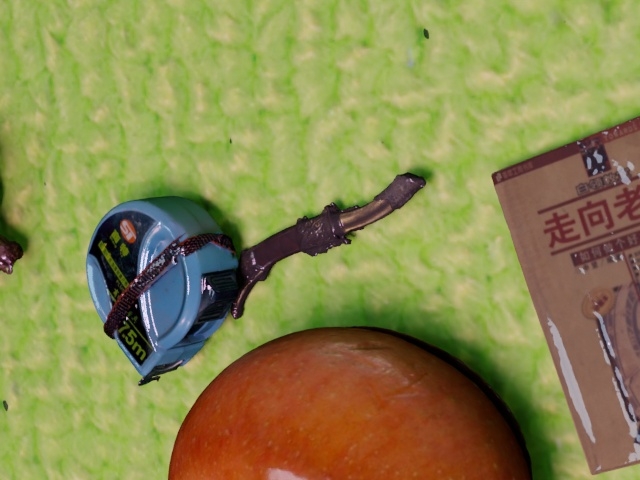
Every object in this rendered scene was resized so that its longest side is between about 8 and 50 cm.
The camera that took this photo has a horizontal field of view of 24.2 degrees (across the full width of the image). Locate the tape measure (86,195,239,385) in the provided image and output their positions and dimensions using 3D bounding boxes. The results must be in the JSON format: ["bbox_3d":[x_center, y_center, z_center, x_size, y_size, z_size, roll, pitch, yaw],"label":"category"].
[{"bbox_3d":[-0.134,0.029,1.221,0.146,0.081,0.125,-48,67,32],"label":"tape measure"}]

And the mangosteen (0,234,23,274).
[{"bbox_3d":[-0.364,-0.028,1.309,0.217,0.192,0.192,15,107,-6],"label":"mangosteen"}]

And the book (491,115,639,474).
[{"bbox_3d":[0.225,0.035,1.039,0.161,0.026,0.231,-21,85,32],"label":"book"}]

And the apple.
[{"bbox_3d":[0.016,0.192,1.082,0.272,0.206,0.251,43,119,18],"label":"apple"}]

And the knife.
[{"bbox_3d":[-0.003,-0.005,1.173,0.222,0.021,0.046,-34,78,34],"label":"knife"}]
